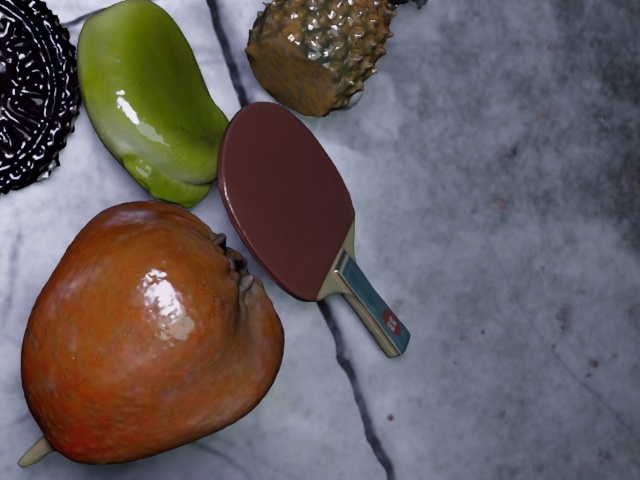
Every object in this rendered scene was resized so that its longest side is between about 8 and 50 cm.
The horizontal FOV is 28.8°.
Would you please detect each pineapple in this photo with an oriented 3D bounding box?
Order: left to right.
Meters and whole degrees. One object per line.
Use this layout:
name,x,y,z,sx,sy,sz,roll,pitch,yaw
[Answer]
pineapple,0.044,-0.224,1.088,0.125,0.125,0.251,42,70,-16

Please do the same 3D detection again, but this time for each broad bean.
broad bean,-0.140,-0.110,1.032,0.174,0.082,0.124,57,39,-8

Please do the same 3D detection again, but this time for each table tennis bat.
table tennis bat,0.000,0.000,1.087,0.274,0.021,0.154,53,41,-26

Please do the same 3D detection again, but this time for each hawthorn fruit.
hawthorn fruit,-0.154,0.095,0.999,0.251,0.199,0.199,-45,105,0

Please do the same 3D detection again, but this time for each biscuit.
biscuit,-0.286,-0.125,1.004,0.194,0.053,0.195,-1,95,-18
